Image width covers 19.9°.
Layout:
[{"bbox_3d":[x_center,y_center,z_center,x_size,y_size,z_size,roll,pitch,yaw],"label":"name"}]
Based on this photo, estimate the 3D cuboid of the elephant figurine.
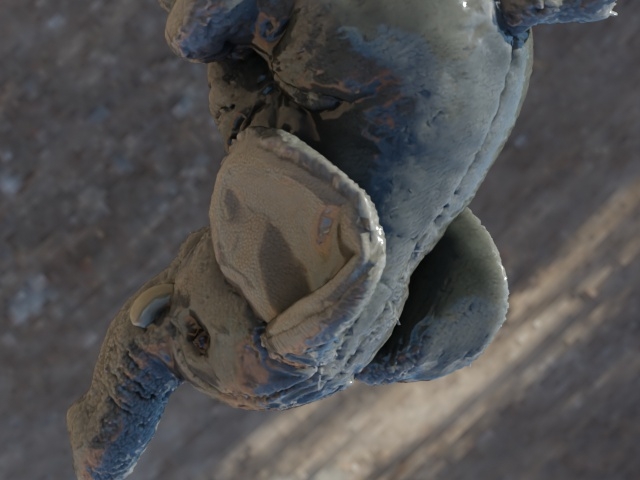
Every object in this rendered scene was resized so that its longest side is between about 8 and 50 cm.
[{"bbox_3d":[0.000,0.000,0.769,0.169,0.239,0.186,7,178,-19],"label":"elephant figurine"}]
